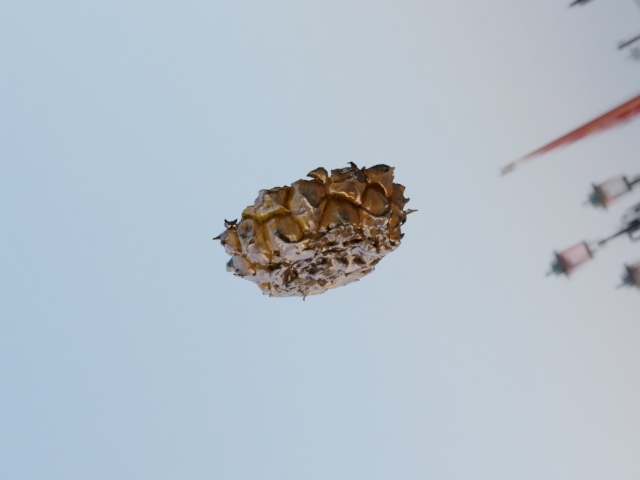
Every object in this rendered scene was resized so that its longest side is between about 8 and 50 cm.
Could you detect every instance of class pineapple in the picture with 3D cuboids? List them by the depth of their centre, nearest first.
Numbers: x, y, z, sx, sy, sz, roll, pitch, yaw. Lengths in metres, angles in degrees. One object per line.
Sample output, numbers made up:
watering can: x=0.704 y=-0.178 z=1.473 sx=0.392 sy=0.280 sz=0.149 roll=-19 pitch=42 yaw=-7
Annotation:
pineapple: x=0.000 y=0.000 z=1.411 sx=0.225 sy=0.225 sz=0.076 roll=31 pitch=-148 yaw=-60
